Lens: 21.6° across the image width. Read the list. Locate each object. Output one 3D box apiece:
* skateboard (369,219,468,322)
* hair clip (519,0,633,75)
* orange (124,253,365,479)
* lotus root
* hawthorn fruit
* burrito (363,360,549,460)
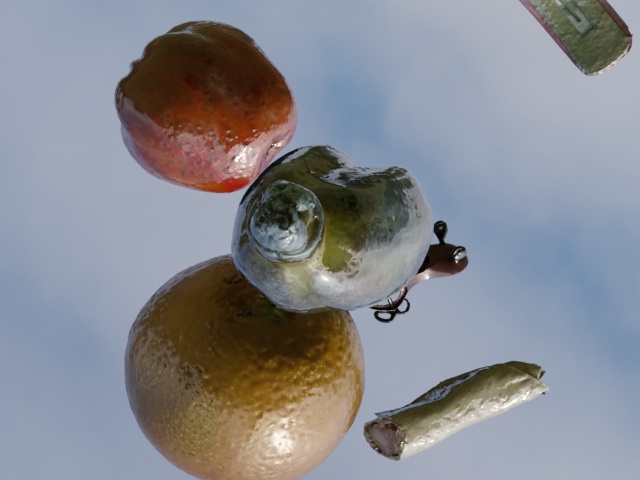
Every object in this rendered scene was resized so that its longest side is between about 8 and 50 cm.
[{"bbox_3d":[0.113,0.047,2.084,0.151,0.080,0.067,-27,-139,-5],"label":"skateboard"},{"bbox_3d":[0.195,-0.195,1.360,0.137,0.054,0.022,46,-158,-13],"label":"hair clip"},{"bbox_3d":[-0.083,0.142,1.849,0.274,0.274,0.274,11,-148,-7],"label":"orange"},{"bbox_3d":[0.000,0.000,1.429,0.158,0.140,0.322,20,-168,13],"label":"lotus root"},{"bbox_3d":[-0.114,-0.134,1.701,0.189,0.189,0.189,11,-148,-7],"label":"hawthorn fruit"},{"bbox_3d":[0.159,0.190,1.946,0.226,0.060,0.087,-23,-171,-3],"label":"burrito"}]
